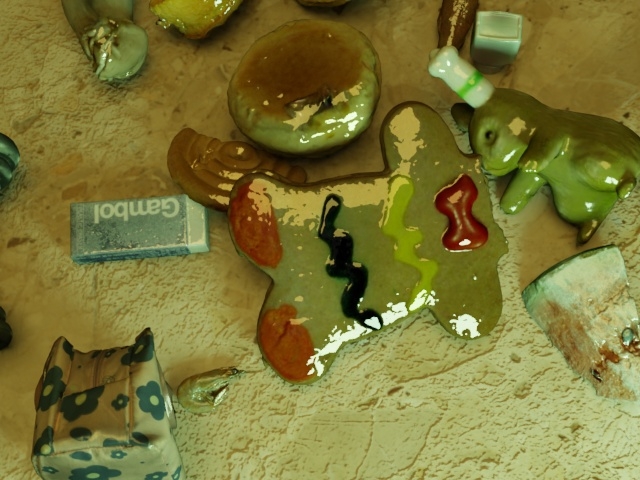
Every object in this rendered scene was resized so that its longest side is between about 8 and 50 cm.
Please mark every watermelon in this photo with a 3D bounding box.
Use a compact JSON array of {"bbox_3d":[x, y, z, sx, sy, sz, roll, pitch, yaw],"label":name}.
[{"bbox_3d":[0.412,0.133,1.488,0.154,0.094,0.241,-26,77,2],"label":"watermelon"}]

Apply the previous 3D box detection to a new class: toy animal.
[{"bbox_3d":[0.307,-0.142,1.525,0.363,0.181,0.180,21,66,6],"label":"toy animal"}]

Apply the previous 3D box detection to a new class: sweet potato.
[{"bbox_3d":[0.222,-0.368,1.656,0.068,0.060,0.206,4,70,42],"label":"sweet potato"}]

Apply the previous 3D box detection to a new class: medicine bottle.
[{"bbox_3d":[0.276,-0.313,1.602,0.074,0.118,0.055,4,73,4],"label":"medicine bottle"}]

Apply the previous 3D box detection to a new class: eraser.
[{"bbox_3d":[-0.282,-0.020,1.566,0.212,0.046,0.092,-5,73,0],"label":"eraser"}]

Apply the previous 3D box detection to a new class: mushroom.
[{"bbox_3d":[-0.342,-0.448,1.661,0.177,0.126,0.397,11,70,-2],"label":"mushroom"}]

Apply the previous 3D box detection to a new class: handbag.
[{"bbox_3d":[-0.283,0.251,1.386,0.190,0.251,0.193,-3,56,1],"label":"handbag"}]

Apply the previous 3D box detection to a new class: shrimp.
[{"bbox_3d":[-0.160,0.223,1.503,0.108,0.023,0.059,-14,83,-3],"label":"shrimp"}]

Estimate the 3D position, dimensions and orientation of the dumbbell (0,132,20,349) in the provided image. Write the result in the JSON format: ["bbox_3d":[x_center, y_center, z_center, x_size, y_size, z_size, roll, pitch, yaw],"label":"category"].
[{"bbox_3d":[-0.543,0.003,1.499,0.179,0.179,0.406,-4,74,0],"label":"dumbbell"}]

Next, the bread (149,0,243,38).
[{"bbox_3d":[-0.178,-0.443,1.620,0.139,0.143,0.229,4,77,47],"label":"bread"}]

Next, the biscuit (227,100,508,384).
[{"bbox_3d":[0.073,0.000,1.474,0.394,0.076,0.368,-15,95,-3],"label":"biscuit"}]

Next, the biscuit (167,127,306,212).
[{"bbox_3d":[-0.145,-0.104,1.571,0.224,0.033,0.144,21,48,11],"label":"biscuit"}]

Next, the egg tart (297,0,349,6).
[{"bbox_3d":[0.001,-0.531,1.599,0.319,0.128,0.319,6,100,36],"label":"egg tart"}]

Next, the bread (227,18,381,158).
[{"bbox_3d":[-0.017,-0.227,1.568,0.244,0.134,0.244,-5,63,10],"label":"bread"}]
